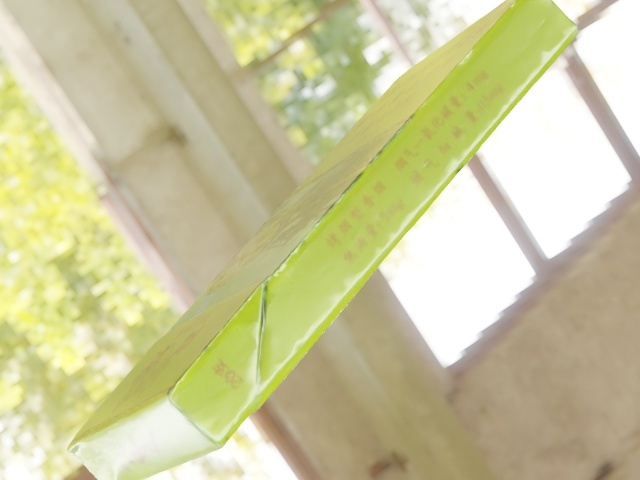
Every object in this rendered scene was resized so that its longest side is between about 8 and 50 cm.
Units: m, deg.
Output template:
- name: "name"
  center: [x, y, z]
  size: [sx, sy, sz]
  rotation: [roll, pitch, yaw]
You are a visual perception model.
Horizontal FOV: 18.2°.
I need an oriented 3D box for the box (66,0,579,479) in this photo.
- name: "box"
  center: [0.000, 0.000, 1.138]
  size: [0.335, 0.047, 0.187]
  rotation: [-49, -171, -26]
